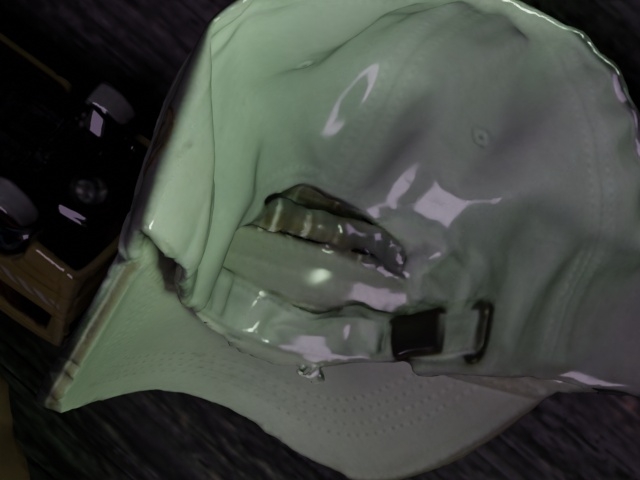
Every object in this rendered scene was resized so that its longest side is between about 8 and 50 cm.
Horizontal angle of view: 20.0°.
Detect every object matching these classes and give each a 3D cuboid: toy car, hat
[{"bbox_3d":[-0.200,-0.059,0.936,0.256,0.101,0.124,36,147,7],"label":"toy car"},{"bbox_3d":[0.002,0.004,0.875,0.258,0.168,0.301,20,146,-23],"label":"hat"}]

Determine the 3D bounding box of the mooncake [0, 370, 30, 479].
[{"bbox_3d":[-0.324,0.157,0.980,0.324,0.187,0.324,3,94,36],"label":"mooncake"}]
